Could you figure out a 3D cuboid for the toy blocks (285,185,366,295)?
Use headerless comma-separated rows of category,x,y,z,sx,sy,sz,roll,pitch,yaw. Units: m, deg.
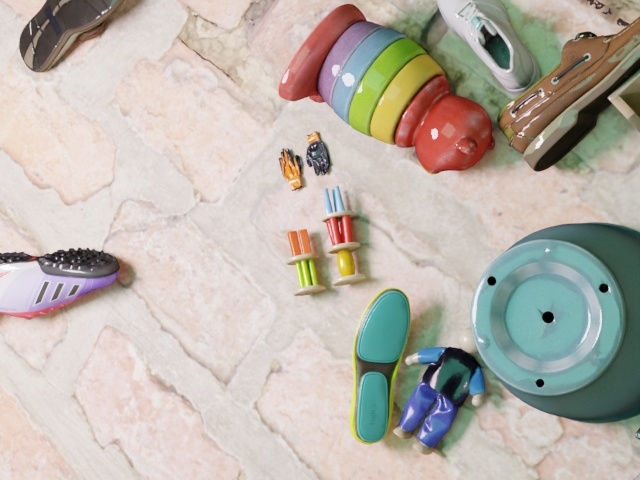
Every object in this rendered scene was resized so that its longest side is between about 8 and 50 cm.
toy blocks,0.000,0.000,1.598,0.123,0.054,0.148,-16,78,25

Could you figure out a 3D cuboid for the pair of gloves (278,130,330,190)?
pair of gloves,-0.025,-0.124,1.649,0.083,0.010,0.074,-26,72,20

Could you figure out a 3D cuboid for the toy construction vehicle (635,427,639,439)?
toy construction vehicle,0.441,0.220,1.331,0.035,0.086,0.098,42,91,25

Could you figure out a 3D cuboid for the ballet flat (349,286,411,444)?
ballet flat,0.078,0.178,1.527,0.077,0.077,0.230,9,92,-8

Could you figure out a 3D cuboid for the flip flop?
flip flop,-0.430,-0.389,1.856,0.277,0.080,0.112,-35,74,36

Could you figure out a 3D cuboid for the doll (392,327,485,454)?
doll,0.172,0.204,1.492,0.129,0.046,0.189,35,101,25

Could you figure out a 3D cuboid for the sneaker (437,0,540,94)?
sneaker,0.230,-0.303,1.490,0.080,0.094,0.212,-43,64,18

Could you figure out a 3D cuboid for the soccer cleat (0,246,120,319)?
soccer cleat,-0.475,0.080,1.819,0.318,0.109,0.116,-3,104,25

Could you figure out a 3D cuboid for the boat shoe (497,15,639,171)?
boat shoe,0.364,-0.232,1.404,0.307,0.111,0.104,-43,69,17

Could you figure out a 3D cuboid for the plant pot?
plant pot,0.310,0.099,1.315,0.272,0.255,0.271,-3,83,28

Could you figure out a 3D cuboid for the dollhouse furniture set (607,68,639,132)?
dollhouse furniture set,0.477,-0.147,1.319,0.123,0.144,0.151,-43,31,16

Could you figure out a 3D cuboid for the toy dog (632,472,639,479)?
toy dog,0.448,0.324,1.268,0.220,0.161,0.333,-82,20,-44

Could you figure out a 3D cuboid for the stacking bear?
stacking bear,0.115,-0.200,1.512,0.289,0.175,0.164,36,108,16
